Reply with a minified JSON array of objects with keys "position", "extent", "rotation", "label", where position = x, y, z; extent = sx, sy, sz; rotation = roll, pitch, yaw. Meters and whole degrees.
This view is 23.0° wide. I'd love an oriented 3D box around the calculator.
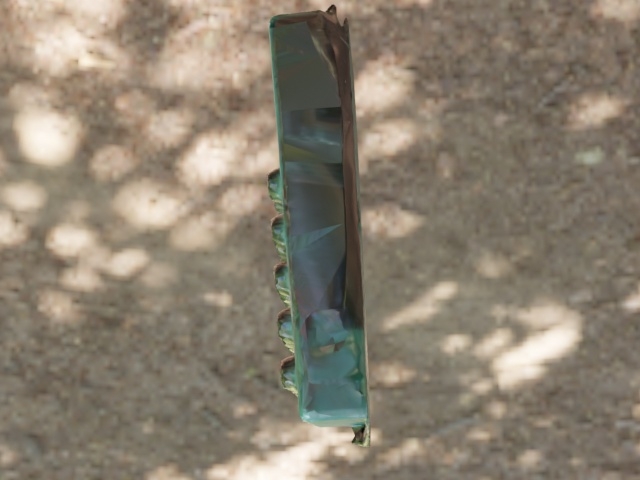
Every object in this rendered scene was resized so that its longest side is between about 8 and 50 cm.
[{"position":[0.000,0.000,1.033],"extent":[0.058,0.274,0.248],"rotation":[-4,173,2],"label":"calculator"}]
